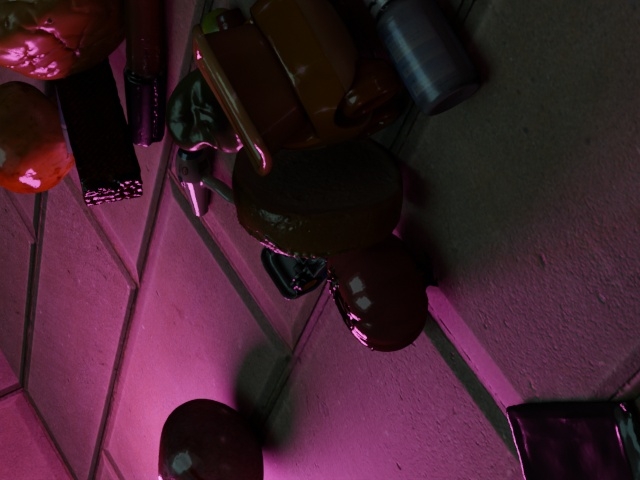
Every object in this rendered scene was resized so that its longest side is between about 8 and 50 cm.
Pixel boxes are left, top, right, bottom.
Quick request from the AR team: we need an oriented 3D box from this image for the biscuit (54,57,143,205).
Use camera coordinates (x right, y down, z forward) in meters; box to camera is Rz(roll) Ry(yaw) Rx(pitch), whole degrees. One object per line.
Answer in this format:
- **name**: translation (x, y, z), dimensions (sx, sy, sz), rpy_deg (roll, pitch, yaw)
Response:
- **biscuit**: translation (-0.418, -0.230, 2.153), dimensions (0.073, 0.107, 0.388), rpy_deg (99, 155, -55)

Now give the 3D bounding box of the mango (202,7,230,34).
- **mango**: translation (-0.139, -0.307, 1.798), dimensions (0.108, 0.056, 0.073), rpy_deg (54, 155, -3)

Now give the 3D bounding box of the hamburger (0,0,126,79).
- **hamburger**: translation (-0.462, -0.386, 2.021), dimensions (0.158, 0.319, 0.318), rpy_deg (63, 151, 13)

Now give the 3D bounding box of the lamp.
- **lamp**: translation (0.086, 0.062, 1.620), dimensions (0.182, 0.140, 0.182), rpy_deg (159, 90, -80)

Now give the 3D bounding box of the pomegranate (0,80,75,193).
- **pomegranate**: translation (-0.636, -0.224, 2.524), dimensions (0.248, 0.248, 0.248), rpy_deg (39, 141, 40)

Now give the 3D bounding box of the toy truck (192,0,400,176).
- **toy truck**: translation (-0.029, -0.211, 1.465), dimensions (0.204, 0.212, 0.288), rpy_deg (62, 179, 6)

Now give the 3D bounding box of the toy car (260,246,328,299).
- **toy car**: translation (0.000, 0.000, 1.757), dimensions (0.191, 0.100, 0.097), rpy_deg (-48, 67, 38)

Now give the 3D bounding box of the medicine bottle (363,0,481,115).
- **medicine bottle**: translation (0.110, -0.252, 1.392), dimensions (0.203, 0.083, 0.083), rpy_deg (63, 151, 9)

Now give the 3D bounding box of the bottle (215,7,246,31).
- **bottle**: translation (-0.089, -0.224, 1.721), dimensions (0.104, 0.104, 0.245), rpy_deg (-23, 92, 61)

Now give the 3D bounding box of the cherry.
- **cherry**: translation (-0.216, 0.436, 2.311), dimensions (0.285, 0.213, 0.236), rpy_deg (-120, 40, -64)

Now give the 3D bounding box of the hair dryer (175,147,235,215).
- **hair dryer**: translation (-0.177, -0.071, 2.059), dimensions (0.199, 0.067, 0.167), rpy_deg (41, 154, 14)

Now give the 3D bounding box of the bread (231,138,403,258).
- **bread**: translation (-0.006, -0.066, 1.571), dimensions (0.236, 0.236, 0.070), rpy_deg (40, 142, 39)

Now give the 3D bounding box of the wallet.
- **wallet**: translation (0.354, 0.356, 1.471), dimensions (0.247, 0.041, 0.322), rpy_deg (-17, 92, 60)

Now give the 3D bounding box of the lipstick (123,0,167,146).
- **lipstick**: translation (-0.303, -0.336, 2.022), dimensions (0.077, 0.077, 0.418), rpy_deg (46, 147, 32)

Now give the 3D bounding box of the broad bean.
- **broad bean**: translation (-0.174, -0.212, 1.924), dimensions (0.207, 0.072, 0.153), rpy_deg (-10, 105, 49)

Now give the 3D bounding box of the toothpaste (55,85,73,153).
- **toothpaste**: translation (-0.506, -0.361, 2.354), dimensions (0.125, 0.080, 0.371), rpy_deg (17, 120, 55)
